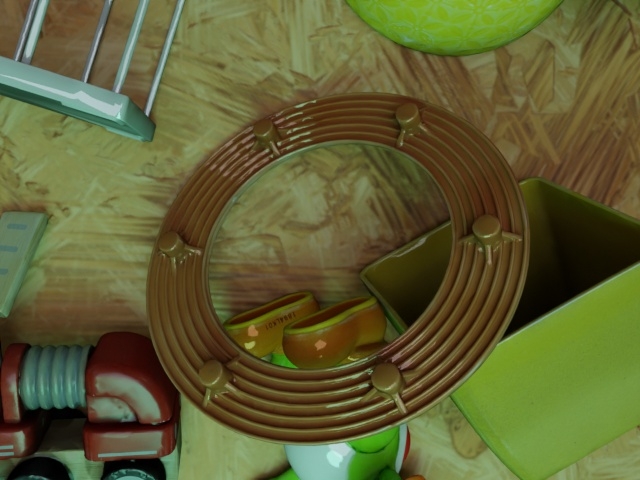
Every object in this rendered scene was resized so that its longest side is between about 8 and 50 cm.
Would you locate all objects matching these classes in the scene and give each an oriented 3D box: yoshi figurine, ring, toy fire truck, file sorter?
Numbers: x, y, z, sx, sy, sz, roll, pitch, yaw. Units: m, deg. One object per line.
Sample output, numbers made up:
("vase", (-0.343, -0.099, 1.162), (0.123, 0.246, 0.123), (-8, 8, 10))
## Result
("yoshi figurine", (0.001, 0.243, 0.633), (0.203, 0.203, 0.362), (-14, 100, 10))
("ring", (0.000, 0.000, 0.567), (0.336, 0.032, 0.337), (-9, 59, 16))
("toy fire truck", (-0.240, 0.108, 0.614), (0.217, 0.158, 0.246), (-1, 106, -7))
("file sorter", (-0.260, -0.209, 0.546), (0.277, 0.193, 0.173), (16, 91, -9))

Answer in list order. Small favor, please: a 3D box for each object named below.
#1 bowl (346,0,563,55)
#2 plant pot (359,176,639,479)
("bowl", (0.144, -0.325, 0.604), (0.289, 0.156, 0.289), (-1, 95, -7))
("plant pot", (0.193, 0.090, 0.634), (0.212, 0.212, 0.187), (-29, 114, -4))
